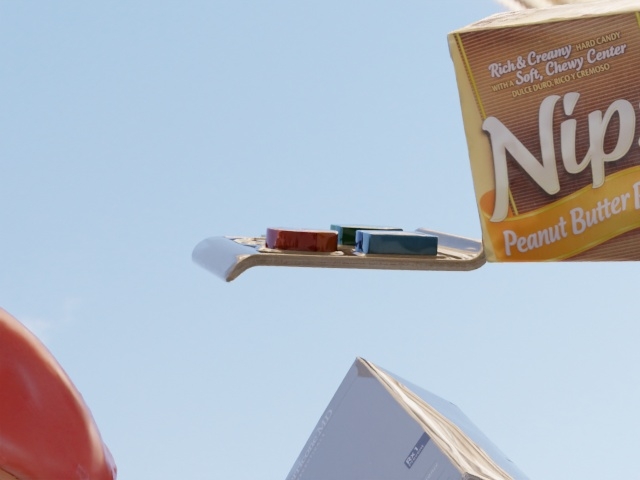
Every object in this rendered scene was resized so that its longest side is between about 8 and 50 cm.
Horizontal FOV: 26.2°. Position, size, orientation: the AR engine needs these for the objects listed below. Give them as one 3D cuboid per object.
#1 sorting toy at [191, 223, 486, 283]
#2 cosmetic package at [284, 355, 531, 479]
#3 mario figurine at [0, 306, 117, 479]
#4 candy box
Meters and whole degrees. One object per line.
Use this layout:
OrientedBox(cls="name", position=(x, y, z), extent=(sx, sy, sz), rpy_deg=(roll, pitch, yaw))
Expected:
OrientedBox(cls="sorting toy", position=(0.000, 0.000, 1.264), extent=(0.229, 0.307, 0.041), rpy_deg=(-3, -85, -14))
OrientedBox(cls="cosmetic package", position=(0.064, 0.181, 0.920), extent=(0.107, 0.238, 0.127), rpy_deg=(29, -87, -21))
OrientedBox(cls="mario figurine", position=(-0.201, 0.174, 0.570), extent=(0.198, 0.170, 0.321), rpy_deg=(17, -89, -7))
OrientedBox(cls="candy box", position=(0.256, -0.082, 0.972), extent=(0.087, 0.316, 0.183), rpy_deg=(-28, -68, -50))
